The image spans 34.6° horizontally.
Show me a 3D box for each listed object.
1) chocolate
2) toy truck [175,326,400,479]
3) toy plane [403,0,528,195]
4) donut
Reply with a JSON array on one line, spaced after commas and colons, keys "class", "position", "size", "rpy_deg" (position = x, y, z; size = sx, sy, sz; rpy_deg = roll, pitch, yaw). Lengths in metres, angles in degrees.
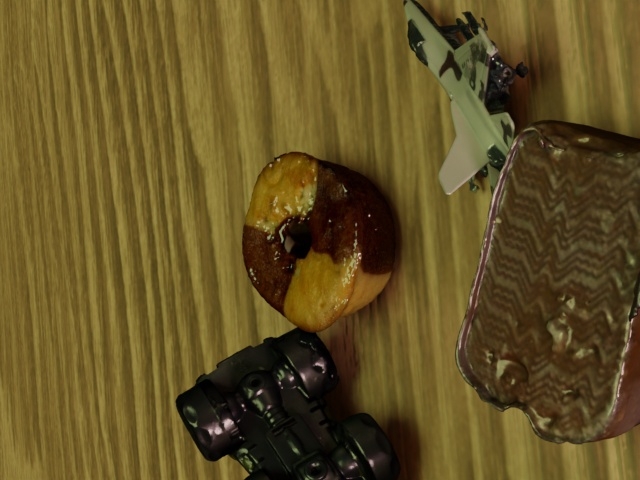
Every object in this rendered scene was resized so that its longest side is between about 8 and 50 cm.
[{"class": "chocolate", "position": [0.191, 0.030, 0.734], "size": [0.148, 0.093, 0.214], "rpy_deg": [27, 110, 49]}, {"class": "toy truck", "position": [-0.026, 0.205, 0.979], "size": [0.224, 0.147, 0.165], "rpy_deg": [50, 161, 35]}, {"class": "toy plane", "position": [0.121, -0.128, 0.834], "size": [0.160, 0.082, 0.234], "rpy_deg": [87, 178, -51]}, {"class": "donut", "position": [0.000, 0.000, 0.983], "size": [0.184, 0.073, 0.166], "rpy_deg": [14, 102, 51]}]
